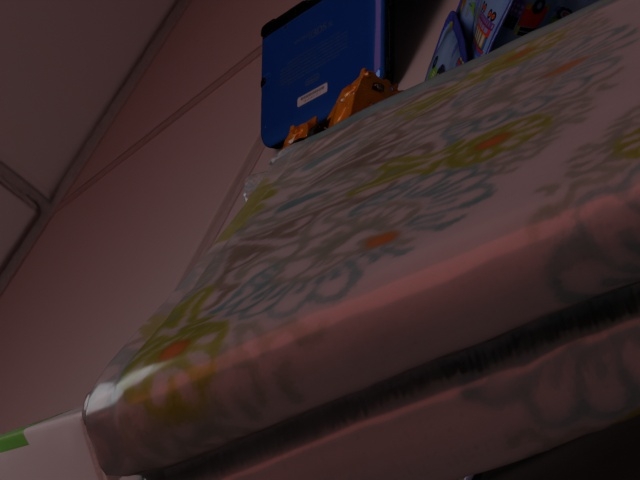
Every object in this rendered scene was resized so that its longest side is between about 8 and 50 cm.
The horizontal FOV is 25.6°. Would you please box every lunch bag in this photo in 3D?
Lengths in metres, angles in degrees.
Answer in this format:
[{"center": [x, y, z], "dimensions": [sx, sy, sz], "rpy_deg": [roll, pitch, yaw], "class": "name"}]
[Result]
[{"center": [0.157, -0.142, 1.220], "dimensions": [0.293, 0.138, 0.221], "rpy_deg": [-59, 13, 18], "class": "lunch bag"}]

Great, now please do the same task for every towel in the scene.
[{"center": [0.109, -0.022, 0.551], "dimensions": [0.374, 0.090, 0.320], "rpy_deg": [-24, 14, 18], "class": "towel"}]

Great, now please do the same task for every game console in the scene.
[{"center": [0.064, -0.255, 1.774], "dimensions": [0.293, 0.173, 0.250], "rpy_deg": [-21, 65, 57], "class": "game console"}]

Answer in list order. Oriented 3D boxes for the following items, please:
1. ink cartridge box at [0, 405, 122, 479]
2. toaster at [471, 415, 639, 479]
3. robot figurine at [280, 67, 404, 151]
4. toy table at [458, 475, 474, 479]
[{"center": [-0.061, 0.136, 0.935], "dimensions": [0.273, 0.115, 0.198], "rpy_deg": [-17, -3, -36], "class": "ink cartridge box"}, {"center": [0.158, 0.118, 0.501], "dimensions": [0.146, 0.227, 0.129], "rpy_deg": [-39, 37, 34], "class": "toaster"}, {"center": [0.000, 0.000, 1.257], "dimensions": [0.211, 0.085, 0.291], "rpy_deg": [-33, 39, 54], "class": "robot figurine"}, {"center": [0.075, 0.145, 0.664], "dimensions": [0.161, 0.252, 0.274], "rpy_deg": [-9, 43, 41], "class": "toy table"}]
